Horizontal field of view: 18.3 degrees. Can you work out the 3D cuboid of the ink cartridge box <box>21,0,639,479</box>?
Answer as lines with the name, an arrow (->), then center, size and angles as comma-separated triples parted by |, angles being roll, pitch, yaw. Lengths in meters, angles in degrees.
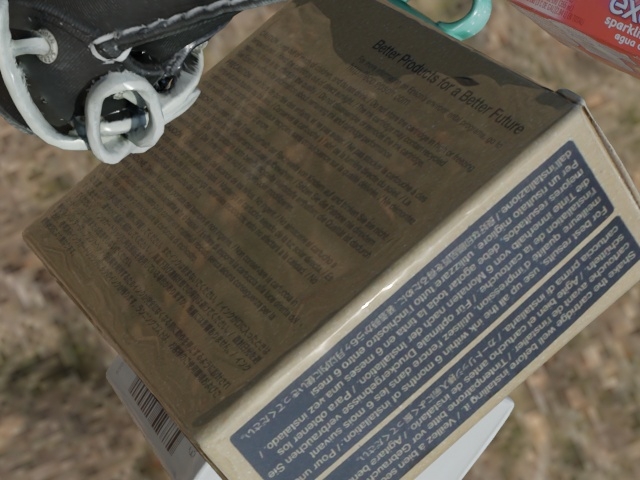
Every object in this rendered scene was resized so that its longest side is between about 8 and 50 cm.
ink cartridge box -> 0.000, 0.000, 0.835 | 0.088, 0.193, 0.235 | 54, -7, -30

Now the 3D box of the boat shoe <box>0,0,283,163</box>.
boat shoe -> -0.080, -0.079, 0.673 | 0.113, 0.306, 0.105 | -30, 115, -59

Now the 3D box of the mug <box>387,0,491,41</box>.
mug -> 0.040, -0.112, 1.371 | 0.097, 0.158, 0.129 | 39, -25, 24

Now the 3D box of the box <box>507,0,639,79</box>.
box -> 0.271, -0.164, 1.397 | 0.257, 0.122, 0.128 | 29, 3, 32

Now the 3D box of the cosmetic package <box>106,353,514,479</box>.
cosmetic package -> -0.008, 0.098, 1.301 | 0.184, 0.151, 0.151 | 27, 13, -38
